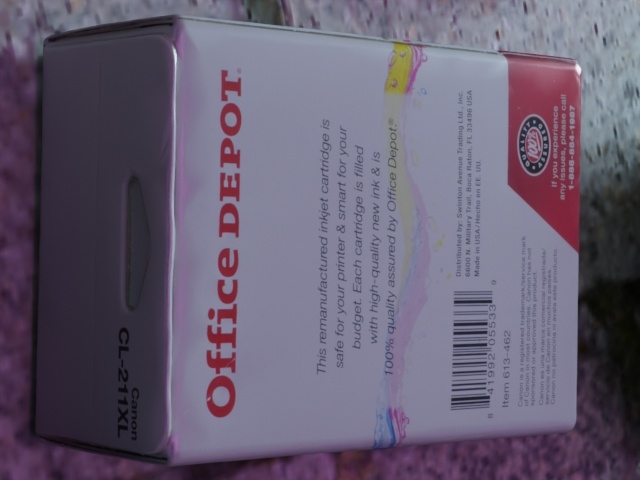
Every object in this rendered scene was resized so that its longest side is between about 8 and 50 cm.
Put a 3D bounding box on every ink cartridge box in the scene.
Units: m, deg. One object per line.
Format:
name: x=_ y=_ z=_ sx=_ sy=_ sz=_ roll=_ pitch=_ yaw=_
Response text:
ink cartridge box: x=0.000 y=0.000 z=0.587 sx=0.175 sy=0.072 sz=0.127 roll=1 pitch=90 yaw=-41
